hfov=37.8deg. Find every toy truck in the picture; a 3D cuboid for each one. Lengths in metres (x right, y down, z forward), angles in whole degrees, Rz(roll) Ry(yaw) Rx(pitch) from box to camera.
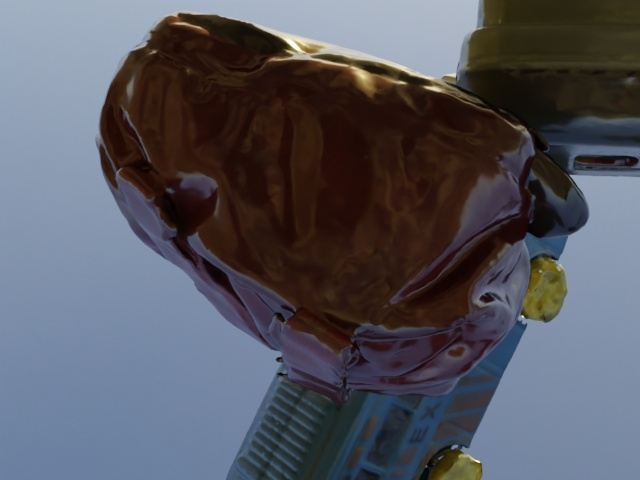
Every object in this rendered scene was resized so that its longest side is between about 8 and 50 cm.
[{"bbox_3d":[0.079,0.094,0.827,0.161,0.162,0.385,20,-99,55],"label":"toy truck"}]

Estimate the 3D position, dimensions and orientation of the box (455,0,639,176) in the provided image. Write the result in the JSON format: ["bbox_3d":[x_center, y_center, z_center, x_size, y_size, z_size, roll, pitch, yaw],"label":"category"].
[{"bbox_3d":[0.153,-0.106,0.523,0.148,0.210,0.129,4,-91,13],"label":"box"}]

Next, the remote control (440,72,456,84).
[{"bbox_3d":[0.188,-0.131,0.792,0.087,0.029,0.190,21,-154,40],"label":"remote control"}]

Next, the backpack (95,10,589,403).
[{"bbox_3d":[0.001,-0.002,0.443,0.229,0.229,0.139,18,-108,29],"label":"backpack"}]
